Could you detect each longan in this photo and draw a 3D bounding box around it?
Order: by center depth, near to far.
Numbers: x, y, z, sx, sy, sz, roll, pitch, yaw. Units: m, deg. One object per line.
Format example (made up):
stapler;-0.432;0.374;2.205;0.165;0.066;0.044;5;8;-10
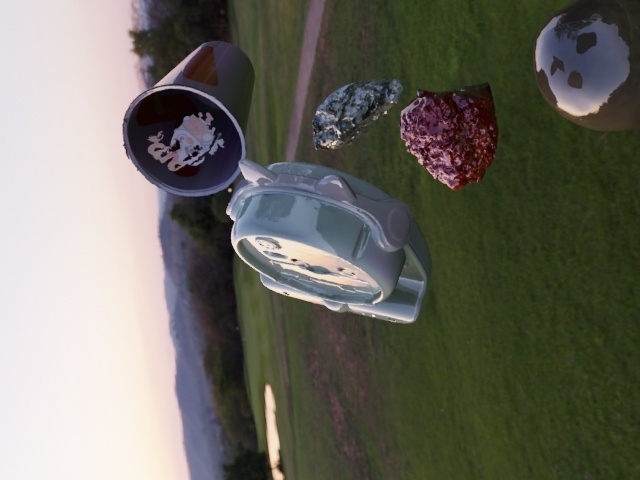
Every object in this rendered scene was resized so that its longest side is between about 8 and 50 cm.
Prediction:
longan;0.448;-0.291;0.957;0.248;0.248;0.248;173;90;-78

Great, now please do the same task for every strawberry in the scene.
strawberry;0.253;-0.198;1.166;0.187;0.184;0.201;-14;-87;-59

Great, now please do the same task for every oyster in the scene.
oyster;0.058;-0.217;1.064;0.064;0.125;0.177;63;142;23

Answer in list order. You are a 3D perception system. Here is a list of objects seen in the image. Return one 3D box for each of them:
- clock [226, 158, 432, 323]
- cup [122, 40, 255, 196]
clock;0.000;0.000;0.827;0.108;0.265;0.324;-69;-25;-19
cup;-0.204;-0.233;1.063;0.288;0.203;0.203;-81;-5;-53
